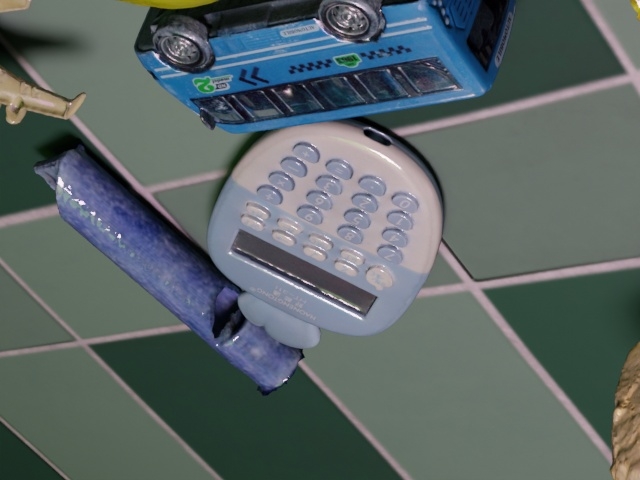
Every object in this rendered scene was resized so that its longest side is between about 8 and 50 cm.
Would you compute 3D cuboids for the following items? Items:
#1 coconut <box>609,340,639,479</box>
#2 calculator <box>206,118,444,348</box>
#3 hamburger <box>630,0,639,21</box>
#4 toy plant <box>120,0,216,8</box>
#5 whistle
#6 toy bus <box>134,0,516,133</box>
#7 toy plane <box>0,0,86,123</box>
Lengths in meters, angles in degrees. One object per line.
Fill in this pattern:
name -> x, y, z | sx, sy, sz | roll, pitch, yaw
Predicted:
coconut -> 0.359, 0.155, 1.196 | 0.244, 0.239, 0.239 | 33, 145, -16
calculator -> 0.000, 0.000, 1.373 | 0.188, 0.042, 0.303 | 26, 145, -3
hamburger -> 0.251, -0.162, 0.976 | 0.126, 0.081, 0.141 | 15, 132, 10
toy plant -> -0.076, -0.299, 0.932 | 0.224, 0.184, 0.316 | 36, 137, 16
whistle -> -0.138, 0.027, 1.476 | 0.062, 0.062, 0.304 | -20, 125, 45
toy bus -> 0.002, -0.151, 1.113 | 0.246, 0.113, 0.134 | -7, 140, 35
toy plane -> -0.298, -0.158, 1.309 | 0.242, 0.104, 0.256 | 41, 138, 3
